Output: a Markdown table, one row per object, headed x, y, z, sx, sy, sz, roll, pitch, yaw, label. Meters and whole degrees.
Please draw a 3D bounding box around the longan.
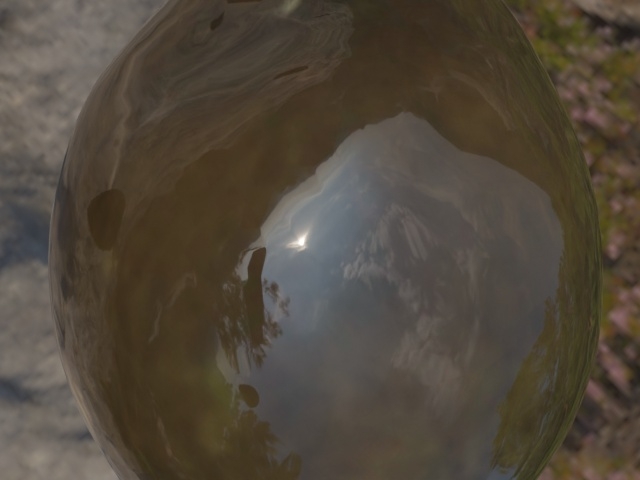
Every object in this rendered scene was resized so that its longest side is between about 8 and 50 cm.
| x | y | z | sx | sy | sz | roll | pitch | yaw | label |
| --- | --- | --- | --- | --- | --- | --- | --- | --- | --- |
| 0.000 | 0.000 | 0.911 | 0.288 | 0.350 | 0.288 | -1 | 141 | 0 | longan |
